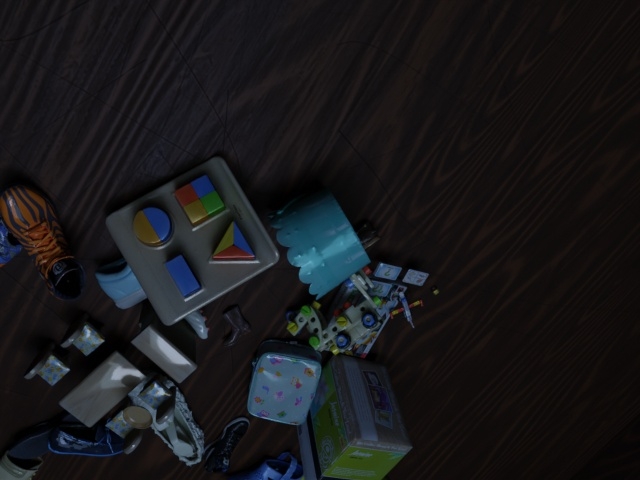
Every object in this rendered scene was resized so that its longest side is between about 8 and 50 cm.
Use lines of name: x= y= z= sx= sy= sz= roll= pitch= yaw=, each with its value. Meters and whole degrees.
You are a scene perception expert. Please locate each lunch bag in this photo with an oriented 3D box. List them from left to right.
lunch bag: x=-0.123 y=0.454 z=1.885 sx=0.224 sy=0.108 sz=0.279 roll=14 pitch=112 yaw=-5

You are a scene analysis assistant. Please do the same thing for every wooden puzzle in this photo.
wooden puzzle: x=-0.325 y=-0.003 z=1.459 sx=0.348 sy=0.080 sz=0.322 roll=-31 pitch=89 yaw=-4

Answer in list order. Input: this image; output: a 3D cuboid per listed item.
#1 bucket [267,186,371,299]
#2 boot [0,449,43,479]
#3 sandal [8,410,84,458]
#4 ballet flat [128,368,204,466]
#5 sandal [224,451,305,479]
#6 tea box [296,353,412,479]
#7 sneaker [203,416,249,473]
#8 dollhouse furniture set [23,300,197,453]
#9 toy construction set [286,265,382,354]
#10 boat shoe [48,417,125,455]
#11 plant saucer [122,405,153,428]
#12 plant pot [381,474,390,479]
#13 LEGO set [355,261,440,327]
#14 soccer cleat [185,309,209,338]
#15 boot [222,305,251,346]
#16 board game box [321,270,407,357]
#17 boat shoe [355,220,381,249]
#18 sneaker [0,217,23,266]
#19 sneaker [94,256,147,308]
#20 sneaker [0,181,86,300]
bucket: x=0.000 y=0.000 z=1.570 sx=0.183 sy=0.281 sz=0.281 roll=-30 pitch=124 yaw=1
boot: x=-0.944 y=0.781 z=1.861 sx=0.203 sy=0.095 sz=0.262 roll=-45 pitch=118 yaw=11
sandal: x=-0.843 y=0.597 z=1.809 sx=0.254 sy=0.054 sz=0.097 roll=-30 pitch=132 yaw=-9
ballet flat: x=-0.479 y=0.578 z=1.854 sx=0.147 sy=0.147 sz=0.409 roll=-26 pitch=124 yaw=0
sandal: x=-0.203 y=0.858 z=2.124 sx=0.317 sy=0.126 sz=0.138 roll=-9 pitch=119 yaw=-22
tea box: x=0.092 y=0.608 z=1.902 sx=0.220 sy=0.329 sz=0.323 roll=17 pitch=123 yaw=-25
sneaker: x=-0.314 y=0.720 z=1.996 sx=0.079 sy=0.121 sz=0.217 roll=35 pitch=105 yaw=-32
dollhouse furniture set: x=-0.537 y=0.366 z=1.585 sx=0.394 sy=0.256 sz=0.362 roll=-42 pitch=109 yaw=2
toy construction set: x=0.058 y=0.212 z=1.739 sx=0.328 sy=0.215 sz=0.151 roll=-44 pitch=155 yaw=19
boat shoe: x=-0.701 y=0.614 z=1.800 sx=0.258 sy=0.109 sz=0.089 roll=9 pitch=116 yaw=-41
plant saucer: x=-0.485 y=0.468 z=1.545 sx=0.083 sy=0.015 sz=0.083 roll=3 pitch=120 yaw=5
plant pot: x=0.078 y=0.871 z=2.148 sx=0.275 sy=0.275 sz=0.293 roll=-32 pitch=109 yaw=3
LEGO set: x=0.256 y=0.174 z=1.813 sx=0.244 sy=0.060 sz=0.182 roll=14 pitch=118 yaw=-24
soccer cleat: x=-0.382 y=0.198 z=1.655 sx=0.076 sy=0.068 sz=0.196 roll=-25 pitch=94 yaw=-21
boot: x=-0.279 y=0.261 z=1.777 sx=0.106 sy=0.037 sz=0.114 roll=-35 pitch=128 yaw=-10
board game box: x=0.124 y=0.237 z=1.876 sx=0.193 sy=0.053 sz=0.305 roll=16 pitch=115 yaw=-24
boat shoe: x=0.079 y=0.024 z=1.730 sx=0.207 sy=0.073 sz=0.073 roll=-36 pitch=86 yaw=3
sneaker: x=-0.813 y=-0.040 z=1.417 sx=0.087 sy=0.083 sz=0.221 roll=-30 pitch=131 yaw=-14
sneaker: x=-0.435 y=0.033 z=1.536 sx=0.366 sy=0.135 sz=0.150 roll=-36 pitch=120 yaw=1
sneaker: x=-0.657 y=0.014 z=1.411 sx=0.124 sy=0.180 sz=0.321 roll=-36 pitch=132 yaw=-22
